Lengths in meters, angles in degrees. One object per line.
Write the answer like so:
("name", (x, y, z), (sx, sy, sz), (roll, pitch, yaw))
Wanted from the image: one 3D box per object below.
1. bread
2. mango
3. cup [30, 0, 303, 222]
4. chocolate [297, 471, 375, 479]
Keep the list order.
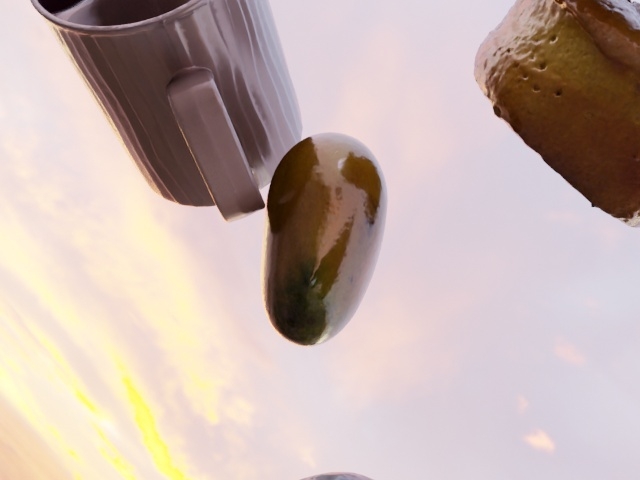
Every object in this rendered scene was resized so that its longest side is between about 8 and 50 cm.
("bread", (0.305, -0.159, 0.810), (0.312, 0.312, 0.172), (46, -65, 2))
("mango", (0.001, 0.000, 0.738), (0.120, 0.221, 0.151), (8, -18, 6))
("cup", (-0.120, -0.175, 0.754), (0.288, 0.208, 0.273), (33, -22, 31))
("chocolate", (-0.029, 0.165, 0.408), (0.167, 0.072, 0.072), (-19, -64, 31))
